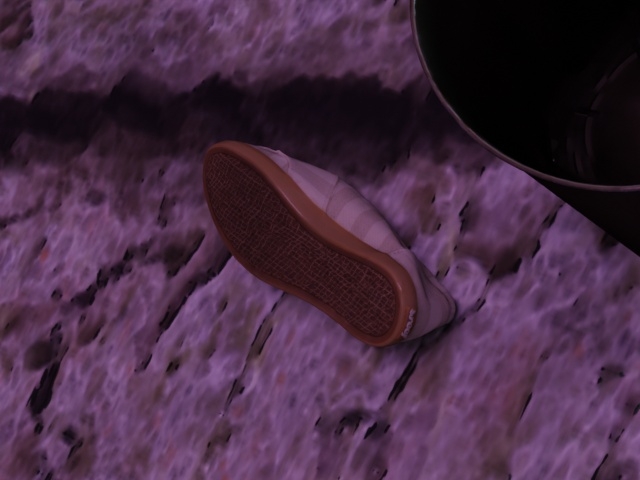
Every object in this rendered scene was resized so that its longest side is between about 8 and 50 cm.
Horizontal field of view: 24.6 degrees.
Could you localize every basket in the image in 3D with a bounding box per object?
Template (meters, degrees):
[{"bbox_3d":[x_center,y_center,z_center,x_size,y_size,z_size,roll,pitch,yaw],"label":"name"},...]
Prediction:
[{"bbox_3d":[0.176,-0.070,0.764,0.154,0.227,0.204,-50,55,6],"label":"basket"}]

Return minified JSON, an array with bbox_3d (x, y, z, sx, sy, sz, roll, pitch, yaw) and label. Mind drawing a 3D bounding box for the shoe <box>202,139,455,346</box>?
[{"bbox_3d":[0.000,0.000,0.950,0.219,0.058,0.077,39,125,38],"label":"shoe"}]
